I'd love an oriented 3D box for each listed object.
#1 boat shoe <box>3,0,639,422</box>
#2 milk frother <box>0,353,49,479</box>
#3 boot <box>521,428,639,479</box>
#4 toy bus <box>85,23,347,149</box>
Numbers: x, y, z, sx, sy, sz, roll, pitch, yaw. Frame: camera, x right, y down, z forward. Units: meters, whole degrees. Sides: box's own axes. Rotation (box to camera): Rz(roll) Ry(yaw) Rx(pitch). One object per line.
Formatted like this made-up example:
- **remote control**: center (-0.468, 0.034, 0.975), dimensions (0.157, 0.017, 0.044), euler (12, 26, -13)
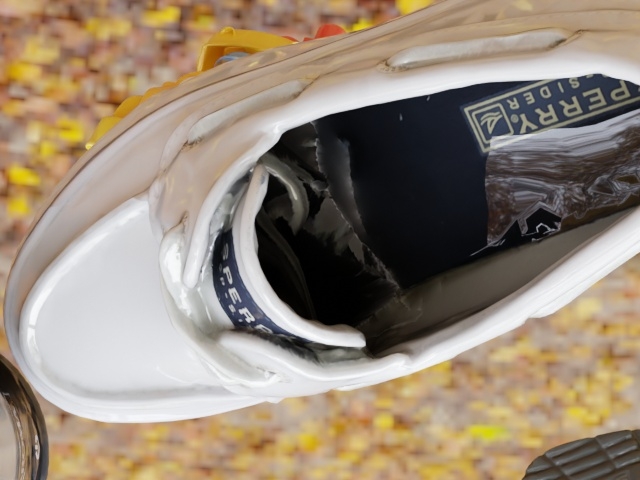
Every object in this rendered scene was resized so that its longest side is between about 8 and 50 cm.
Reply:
- **boat shoe**: center (0.000, 0.000, 0.519), dimensions (0.267, 0.088, 0.096), euler (-18, 105, 35)
- **milk frother**: center (-0.164, 0.055, 0.575), dimensions (0.143, 0.129, 0.135), euler (-21, 175, -3)
- **boot**: center (0.243, 0.140, 1.089), dimensions (0.246, 0.083, 0.161), euler (-15, 153, 24)
- **toy bus**: center (-0.045, -0.076, 1.397), dimensions (0.149, 0.211, 0.220), euler (17, 160, 24)
